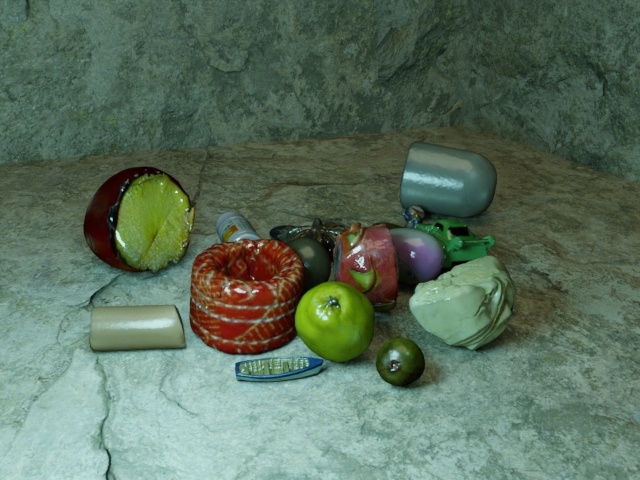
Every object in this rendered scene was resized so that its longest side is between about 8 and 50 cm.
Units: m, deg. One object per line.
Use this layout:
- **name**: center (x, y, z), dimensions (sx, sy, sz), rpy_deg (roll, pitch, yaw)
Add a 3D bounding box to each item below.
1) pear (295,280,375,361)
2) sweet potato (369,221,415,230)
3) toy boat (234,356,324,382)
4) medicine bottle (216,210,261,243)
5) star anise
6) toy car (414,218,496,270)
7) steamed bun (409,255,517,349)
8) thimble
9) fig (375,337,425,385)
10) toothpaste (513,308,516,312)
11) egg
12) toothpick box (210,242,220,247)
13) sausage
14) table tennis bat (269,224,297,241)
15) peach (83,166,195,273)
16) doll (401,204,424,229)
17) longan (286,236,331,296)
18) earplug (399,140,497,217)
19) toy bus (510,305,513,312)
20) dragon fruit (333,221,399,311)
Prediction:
- **pear**: center (0.042, 0.214, 1.505), dimensions (0.212, 0.269, 0.213), rpy_deg (-4, 61, 8)
- **sweet potato**: center (0.244, -0.018, 2.222), dimensions (0.309, 0.098, 0.124), rpy_deg (-18, 52, -41)
- **toy boat**: center (-0.105, 0.332, 1.462), dimensions (0.228, 0.046, 0.080), rpy_deg (-2, 23, -10)
- **medicine bottle**: center (-0.302, -0.010, 2.115), dimensions (0.133, 0.134, 0.250), rpy_deg (-7, 26, -19)
- **star anise**: center (-0.013, -0.005, 2.162), dimensions (0.314, 0.108, 0.315), rpy_deg (-1, 24, 1)
- **toy car**: center (0.478, 0.007, 2.082), dimensions (0.213, 0.177, 0.359), rpy_deg (-2, 24, -12)
- **steamed bun**: center (0.423, 0.189, 1.642), dimensions (0.275, 0.204, 0.289), rpy_deg (-14, 12, 34)
- **thimble**: center (-0.212, 0.152, 1.641), dimensions (0.349, 0.231, 0.350), rpy_deg (3, 24, -2)
- **fig**: center (0.217, 0.309, 1.502), dimensions (0.124, 0.125, 0.236), rpy_deg (8, 1, 14)
- **toothpaste**: center (0.571, 0.203, 1.836), dimensions (0.037, 0.021, 0.139), rpy_deg (-26, 33, -29)
- **egg**: center (0.289, 0.051, 1.952), dimensions (0.271, 0.197, 0.196), rpy_deg (9, 22, 44)
- **toothpick box**: center (-0.371, 0.047, 2.085), dimensions (0.047, 0.047, 0.083), rpy_deg (-9, 27, -23)
- **sausage**: center (-0.494, 0.237, 1.556), dimensions (0.252, 0.123, 0.123), rpy_deg (-1, 24, -8)
- **table tennis bat**: center (-0.150, -0.017, 2.279), dimensions (0.150, 0.027, 0.236), rpy_deg (14, 24, 26)
- **peach**: center (-0.630, -0.061, 1.984), dimensions (0.353, 0.339, 0.417), rpy_deg (-37, 26, 6)
- **doll**: center (0.398, -0.095, 2.423), dimensions (0.114, 0.086, 0.152), rpy_deg (26, 35, -2)
- **longan**: center (-0.056, 0.086, 1.850), dimensions (0.197, 0.198, 0.212), rpy_deg (-11, 2, -26)
- **earplug**: center (0.578, -0.256, 2.540), dimensions (0.393, 0.313, 0.312), rpy_deg (14, 26, 17)
- **toy bus**: center (0.518, 0.190, 1.789), dimensions (0.167, 0.073, 0.076), rpy_deg (8, 25, 16)
- **dragon fruit**: center (0.129, 0.079, 1.769), dimensions (0.189, 0.291, 0.291), rpy_deg (-2, 24, -7)
